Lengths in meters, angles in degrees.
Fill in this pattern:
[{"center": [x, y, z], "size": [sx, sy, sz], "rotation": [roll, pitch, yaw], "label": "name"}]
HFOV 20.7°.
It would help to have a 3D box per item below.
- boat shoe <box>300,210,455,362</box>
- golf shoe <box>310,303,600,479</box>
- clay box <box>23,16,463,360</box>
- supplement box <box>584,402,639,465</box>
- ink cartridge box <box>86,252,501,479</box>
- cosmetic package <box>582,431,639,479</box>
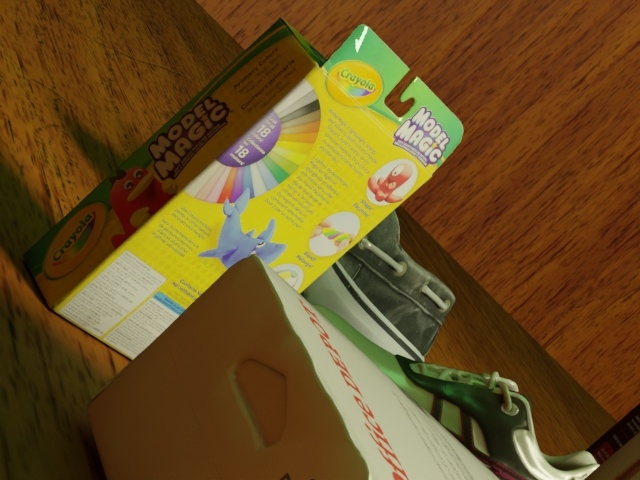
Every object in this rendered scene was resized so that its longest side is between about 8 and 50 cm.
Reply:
[{"center": [0.000, 0.000, 1.352], "size": [0.121, 0.119, 0.335], "rotation": [25, -14, 36], "label": "boat shoe"}, {"center": [0.084, 0.125, 1.291], "size": [0.273, 0.120, 0.105], "rotation": [44, 10, -16], "label": "golf shoe"}, {"center": [-0.037, -0.025, 0.957], "size": [0.127, 0.222, 0.053], "rotation": [40, 10, -49], "label": "clay box"}, {"center": [0.249, 0.205, 1.329], "size": [0.073, 0.239, 0.130], "rotation": [44, 9, -29], "label": "supplement box"}, {"center": [0.038, 0.165, 0.807], "size": [0.283, 0.117, 0.207], "rotation": [44, 9, -32], "label": "ink cartridge box"}, {"center": [0.239, 0.200, 1.090], "size": [0.153, 0.296, 0.129], "rotation": [48, 7, -9], "label": "cosmetic package"}]
